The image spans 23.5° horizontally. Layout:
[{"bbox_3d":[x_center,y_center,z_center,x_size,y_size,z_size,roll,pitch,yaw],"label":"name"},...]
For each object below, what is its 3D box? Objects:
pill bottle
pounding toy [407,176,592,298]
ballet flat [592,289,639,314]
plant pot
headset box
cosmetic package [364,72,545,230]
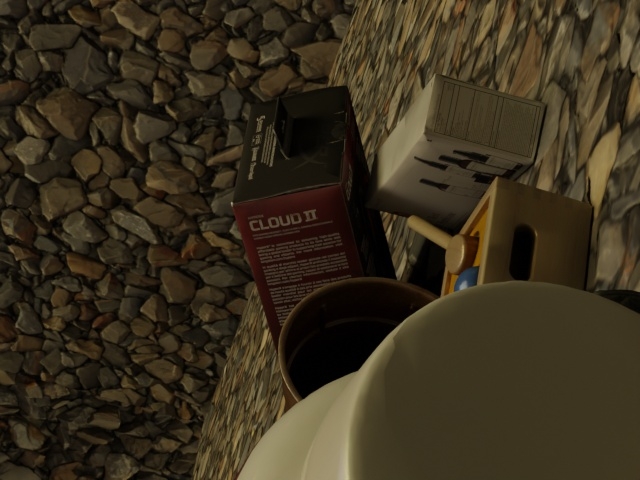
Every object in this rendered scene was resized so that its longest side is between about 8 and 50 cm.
[{"bbox_3d":[0.040,0.194,0.740,0.392,0.224,0.224,121,164,-54],"label":"pill bottle"},{"bbox_3d":[0.116,0.025,1.074,0.130,0.100,0.141,117,167,-58],"label":"pounding toy"},{"bbox_3d":[0.146,0.108,0.846,0.057,0.049,0.173,-106,32,-80],"label":"ballet flat"},{"bbox_3d":[0.038,0.145,1.258,0.165,0.167,0.167,102,178,-48],"label":"plant pot"},{"bbox_3d":[0.000,0.000,1.529,0.218,0.110,0.293,-85,-17,-59],"label":"headset box"},{"bbox_3d":[0.112,-0.071,1.361,0.239,0.099,0.060,126,160,-74],"label":"cosmetic package"}]
